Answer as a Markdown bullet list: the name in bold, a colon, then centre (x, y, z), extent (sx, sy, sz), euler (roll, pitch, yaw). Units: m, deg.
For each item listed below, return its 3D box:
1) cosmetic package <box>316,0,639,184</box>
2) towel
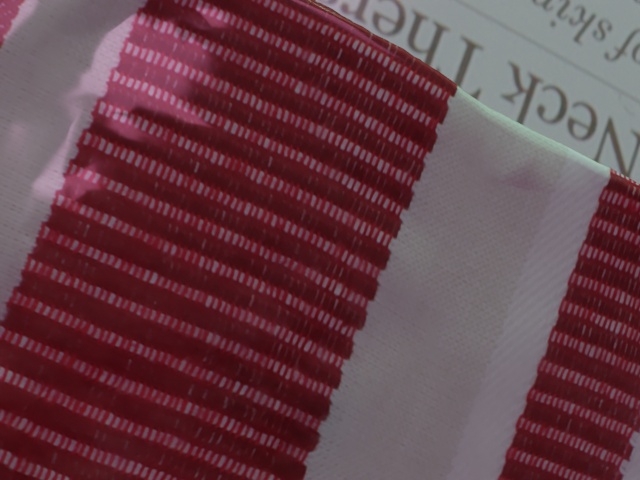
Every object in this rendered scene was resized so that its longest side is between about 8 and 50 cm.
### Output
- **cosmetic package**: centre (0.000, 0.000, 0.624), extent (0.329, 0.327, 0.393), euler (26, 74, -17)
- **towel**: centre (0.026, 0.085, 0.397), extent (0.329, 0.037, 0.237), euler (27, 74, -19)
